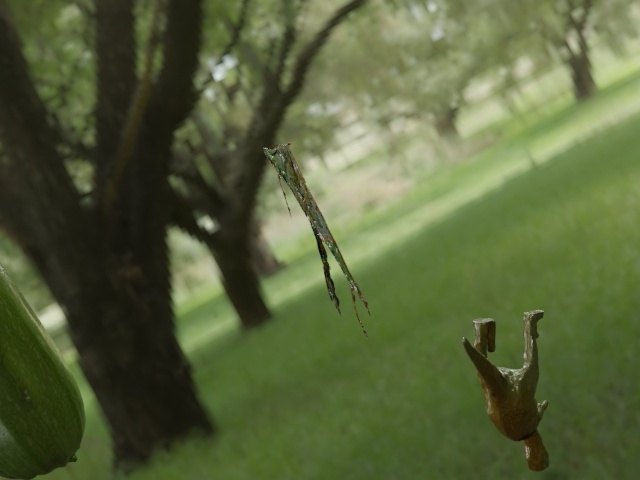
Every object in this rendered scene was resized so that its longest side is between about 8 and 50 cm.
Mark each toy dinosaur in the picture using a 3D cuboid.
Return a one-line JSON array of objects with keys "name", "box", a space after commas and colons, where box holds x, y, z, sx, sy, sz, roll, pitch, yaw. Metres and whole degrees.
[{"name": "toy dinosaur", "box": [0.130, 0.116, 1.196, 0.039, 0.126, 0.162, -4, 6, 25]}]

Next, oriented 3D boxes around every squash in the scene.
[{"name": "squash", "box": [-0.192, 0.023, 0.840, 0.069, 0.239, 0.069, -28, 19, 11]}]

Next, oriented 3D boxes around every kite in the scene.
[{"name": "kite", "box": [0.000, 0.000, 1.355, 0.006, 0.198, 0.244, -28, -35, -7]}]
